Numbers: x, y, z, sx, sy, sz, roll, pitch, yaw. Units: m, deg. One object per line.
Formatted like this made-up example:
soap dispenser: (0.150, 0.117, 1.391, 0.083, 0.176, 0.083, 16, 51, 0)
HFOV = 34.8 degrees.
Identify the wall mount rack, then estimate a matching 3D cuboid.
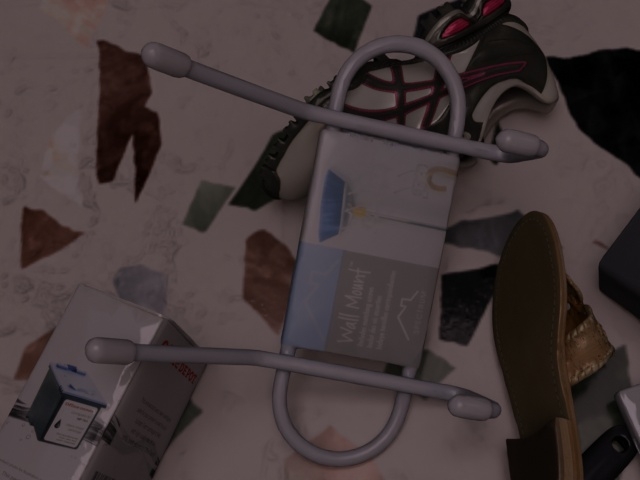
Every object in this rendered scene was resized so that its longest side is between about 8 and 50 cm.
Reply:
wall mount rack: (0.000, 0.000, 0.759, 0.304, 0.130, 0.350, 11, 89, -9)

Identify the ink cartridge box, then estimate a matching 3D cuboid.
ink cartridge box: (-0.174, 0.148, 0.786, 0.082, 0.140, 0.191, 19, 73, 15)

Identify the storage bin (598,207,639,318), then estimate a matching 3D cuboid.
storage bin: (0.287, 0.010, 0.812, 0.091, 0.098, 0.135, 33, 77, 27)

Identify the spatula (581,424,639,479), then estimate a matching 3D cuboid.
spatula: (0.138, 0.246, 0.772, 0.296, 0.030, 0.084, -42, 72, -9)

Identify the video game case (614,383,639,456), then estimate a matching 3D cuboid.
video game case: (0.326, 0.158, 0.781, 0.157, 0.019, 0.143, -18, 69, -6)

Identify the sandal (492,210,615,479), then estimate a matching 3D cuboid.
sandal: (0.193, 0.099, 0.806, 0.079, 0.088, 0.240, 13, 64, -24)

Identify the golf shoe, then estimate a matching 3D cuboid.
golf shoe: (0.075, -0.103, 0.869, 0.273, 0.105, 0.120, -35, 77, -6)
